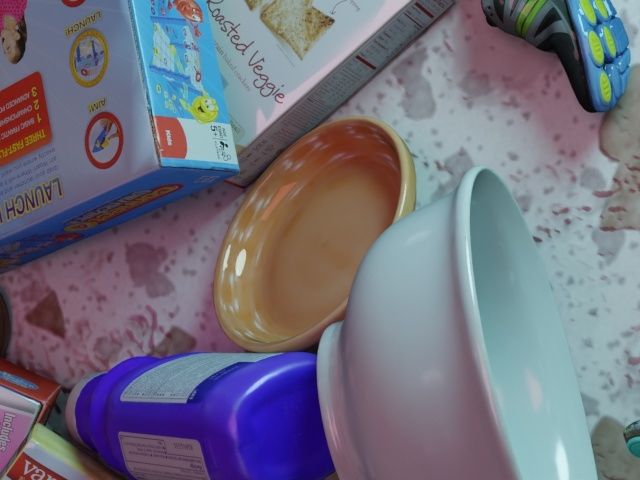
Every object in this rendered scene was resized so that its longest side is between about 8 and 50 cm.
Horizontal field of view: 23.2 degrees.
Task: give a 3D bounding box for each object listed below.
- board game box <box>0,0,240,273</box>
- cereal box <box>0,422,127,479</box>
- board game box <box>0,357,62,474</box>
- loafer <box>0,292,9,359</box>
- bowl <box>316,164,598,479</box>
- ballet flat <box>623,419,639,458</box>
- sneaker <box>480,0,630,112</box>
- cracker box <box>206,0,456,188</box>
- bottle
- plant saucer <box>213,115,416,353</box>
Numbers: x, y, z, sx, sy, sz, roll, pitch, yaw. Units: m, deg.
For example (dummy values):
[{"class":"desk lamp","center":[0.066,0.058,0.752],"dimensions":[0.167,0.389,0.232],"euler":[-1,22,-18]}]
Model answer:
[{"class":"board game box","center":[-0.226,-0.153,1.241],"dimensions":[0.308,0.086,0.302],"euler":[-19,77,38]},{"class":"cereal box","center":[-0.220,0.287,1.222],"dimensions":[0.173,0.047,0.240],"euler":[36,96,-9]},{"class":"board game box","center":[-0.403,0.165,1.261],"dimensions":[0.316,0.064,0.242],"euler":[25,99,-1]},{"class":"loafer","center":[-0.303,0.105,1.310],"dimensions":[0.056,0.050,0.148],"euler":[11,89,20]},{"class":"bowl","center":[0.085,0.109,1.026],"dimensions":[0.134,0.298,0.298],"euler":[-16,78,16]},{"class":"ballet flat","center":[0.299,0.130,1.031],"dimensions":[0.188,0.070,0.070],"euler":[11,88,20]},{"class":"sneaker","center":[0.167,-0.173,1.165],"dimensions":[0.078,0.067,0.188],"euler":[-41,72,34]},{"class":"cracker box","center":[-0.032,-0.175,1.230],"dimensions":[0.232,0.067,0.156],"euler":[-41,70,12]},{"class":"bottle","center":[-0.096,0.131,1.143],"dimensions":[0.283,0.118,0.092],"euler":[-6,100,53]},{"class":"plant saucer","center":[0.000,0.000,1.170],"dimensions":[0.200,0.037,0.200],"euler":[-30,42,31]}]
